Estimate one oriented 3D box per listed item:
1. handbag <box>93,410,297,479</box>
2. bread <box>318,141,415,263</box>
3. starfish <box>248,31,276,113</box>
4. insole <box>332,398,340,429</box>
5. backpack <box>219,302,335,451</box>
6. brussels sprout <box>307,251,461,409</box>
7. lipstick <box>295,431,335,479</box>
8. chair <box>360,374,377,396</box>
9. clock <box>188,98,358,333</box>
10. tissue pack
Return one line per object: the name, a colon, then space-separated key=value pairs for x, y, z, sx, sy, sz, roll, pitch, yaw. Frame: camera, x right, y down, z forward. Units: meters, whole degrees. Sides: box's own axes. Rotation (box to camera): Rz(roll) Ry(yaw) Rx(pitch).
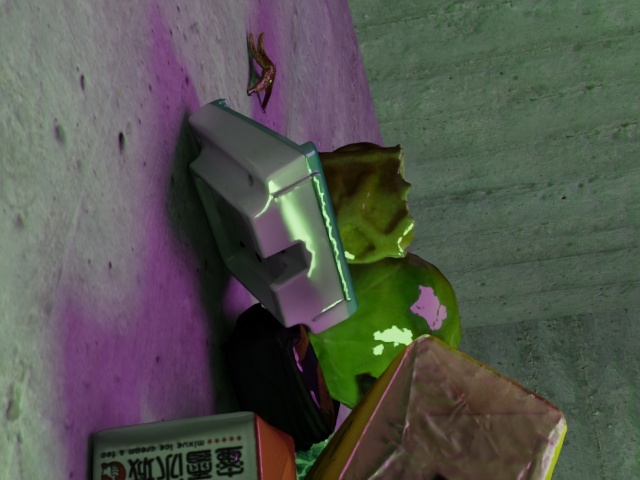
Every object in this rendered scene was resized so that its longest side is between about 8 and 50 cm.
handbag: x=-0.104 y=0.312 z=0.867 sx=0.151 sy=0.171 sz=0.298 roll=60 pitch=23 yaw=-65
bread: x=0.030 y=-0.062 z=1.612 sx=0.238 sy=0.252 sz=0.196 roll=-63 pitch=145 yaw=-76
starfish: x=-0.096 y=-0.278 z=1.666 sx=0.130 sy=0.041 sz=0.133 roll=-80 pitch=159 yaw=-54
insole: x=0.015 y=0.344 z=1.872 sx=0.322 sy=0.007 sz=0.109 roll=-70 pitch=152 yaw=-68
backpack: x=-0.058 y=0.181 z=1.338 sx=0.258 sy=0.133 sz=0.206 roll=-75 pitch=147 yaw=-78
brussels sprout: x=0.113 y=0.164 z=1.863 sx=0.268 sy=0.344 sz=0.344 roll=56 pitch=-9 yaw=41
lipstick: x=-0.014 y=0.318 z=1.556 sx=0.076 sy=0.077 sz=0.290 roll=-81 pitch=160 yaw=-58
chair: x=0.172 y=0.468 z=1.772 sx=0.416 sy=0.240 sz=0.203 roll=79 pitch=31 yaw=-42
clock: x=-0.078 y=-0.025 z=1.262 sx=0.231 sy=0.116 sz=0.262 roll=33 pitch=-34 yaw=46
tissue pack: x=0.086 y=0.330 z=1.132 sx=0.293 sy=0.228 sz=0.382 roll=-59 pitch=178 yaw=-32
